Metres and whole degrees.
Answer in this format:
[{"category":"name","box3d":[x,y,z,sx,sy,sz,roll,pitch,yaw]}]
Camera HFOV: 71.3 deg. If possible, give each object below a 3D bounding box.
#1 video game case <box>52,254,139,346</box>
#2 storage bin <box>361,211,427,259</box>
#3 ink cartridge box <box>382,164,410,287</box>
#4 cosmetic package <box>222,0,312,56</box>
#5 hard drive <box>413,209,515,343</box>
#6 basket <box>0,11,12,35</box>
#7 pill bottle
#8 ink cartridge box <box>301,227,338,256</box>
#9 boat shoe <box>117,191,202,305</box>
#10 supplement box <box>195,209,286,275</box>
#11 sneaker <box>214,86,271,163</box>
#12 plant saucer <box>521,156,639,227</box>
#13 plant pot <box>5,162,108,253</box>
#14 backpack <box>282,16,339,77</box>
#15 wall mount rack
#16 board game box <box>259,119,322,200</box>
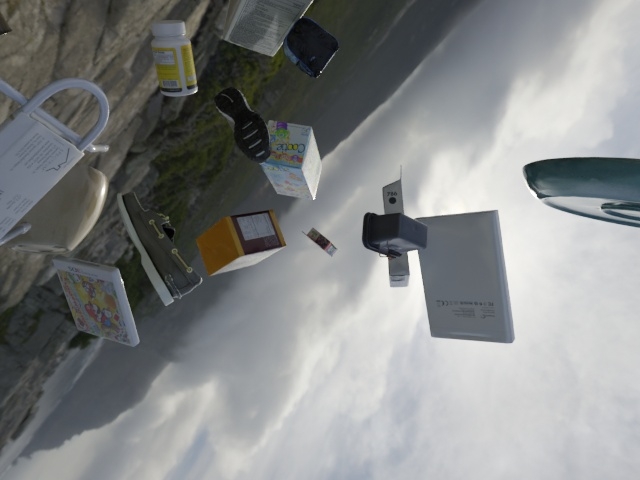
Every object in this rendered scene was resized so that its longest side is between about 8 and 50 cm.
[{"category":"video game case","box3d":[-0.573,0.155,1.142,0.026,0.206,0.227,-48,141,-54]},{"category":"storage bin","box3d":[0.169,-0.010,0.985,0.091,0.135,0.099,-10,-112,46]},{"category":"ink cartridge box","box3d":[0.222,-0.039,1.326,0.165,0.065,0.333,62,27,-69]},{"category":"cosmetic package","box3d":[-0.127,-0.588,1.081,0.296,0.153,0.130,-7,-106,65]},{"category":"hard drive","box3d":[0.391,0.101,1.230,0.232,0.354,0.047,-4,-169,39]},{"category":"basket","box3d":[-0.858,-0.583,1.027,0.204,0.227,0.154,20,-134,38]},{"category":"pill bottle","box3d":[-0.461,-0.573,1.405,0.119,0.119,0.209,-64,158,-55]},{"category":"ink cartridge box","box3d":[0.000,0.000,1.106,0.029,0.062,0.115,-50,157,-1]},{"category":"boat shoe","box3d":[-0.354,0.000,0.963,0.091,0.305,0.109,-27,150,-18]},{"category":"supplement box","box3d":[-0.252,0.007,1.422,0.194,0.129,0.191,-13,168,-46]},{"category":"sneaker","box3d":[-0.209,-0.326,1.295,0.100,0.272,0.108,-31,155,2]},{"category":"plant saucer","box3d":[0.426,-0.049,0.581,0.317,0.317,0.044,-145,-113,-81]},{"category":"plant pot","box3d":[-0.684,-0.071,1.104,0.284,0.283,0.191,150,-60,-64]},{"category":"backpack","box3d":[-0.030,-0.458,1.063,0.105,0.114,0.084,-55,-163,-3]},{"category":"wall mount rack","box3d":[-0.453,-0.104,0.669,0.350,0.130,0.304,-47,162,-5]},{"category":"board game box","box3d":[-0.091,-0.255,1.468,0.275,0.144,0.142,66,37,-74]}]
